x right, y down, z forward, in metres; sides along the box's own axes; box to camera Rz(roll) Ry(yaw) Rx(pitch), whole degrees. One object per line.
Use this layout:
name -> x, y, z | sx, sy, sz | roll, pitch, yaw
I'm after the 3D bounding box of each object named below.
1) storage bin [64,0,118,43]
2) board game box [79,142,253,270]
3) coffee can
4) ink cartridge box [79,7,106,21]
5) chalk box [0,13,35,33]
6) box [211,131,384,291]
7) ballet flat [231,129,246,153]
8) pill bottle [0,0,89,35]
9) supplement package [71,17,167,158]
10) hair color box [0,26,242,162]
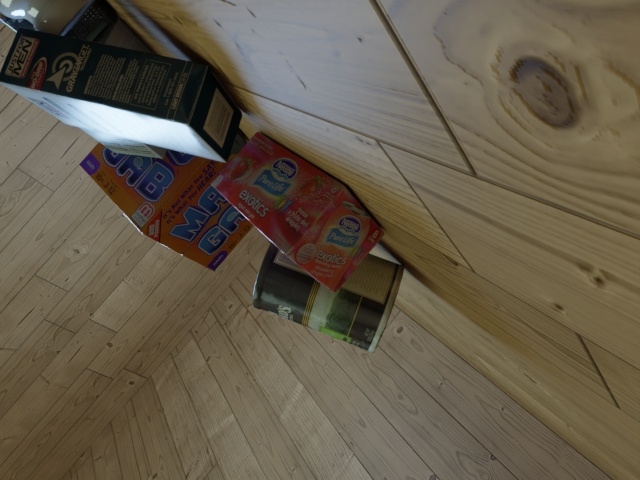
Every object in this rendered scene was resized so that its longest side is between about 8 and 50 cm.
storage bin -> -0.526, -0.483, 0.972 | 0.180, 0.122, 0.084 | 40, 178, 25
board game box -> -0.397, -0.191, 1.408 | 0.356, 0.357, 0.356 | 39, 177, 28
coffee can -> 0.019, 0.099, 1.016 | 0.275, 0.202, 0.201 | 20, 175, 7
ink cartridge box -> -0.614, -0.551, 1.218 | 0.067, 0.115, 0.198 | 42, 176, -28
chalk box -> -0.692, -0.587, 1.034 | 0.179, 0.180, 0.289 | 41, 176, 2
box -> -0.049, -0.060, 0.852 | 0.300, 0.142, 0.154 | 39, 177, 45
ballet flat -> -0.245, -0.276, 1.090 | 0.250, 0.084, 0.058 | 42, -146, -65
pill bottle -> -0.512, -0.463, 0.751 | 0.264, 0.153, 0.153 | 42, 178, -30
supplement package -> -0.495, -0.357, 1.131 | 0.197, 0.200, 0.262 | 11, 162, 29
hair color box -> -0.329, -0.244, 0.800 | 0.346, 0.105, 0.174 | 14, 172, 10
